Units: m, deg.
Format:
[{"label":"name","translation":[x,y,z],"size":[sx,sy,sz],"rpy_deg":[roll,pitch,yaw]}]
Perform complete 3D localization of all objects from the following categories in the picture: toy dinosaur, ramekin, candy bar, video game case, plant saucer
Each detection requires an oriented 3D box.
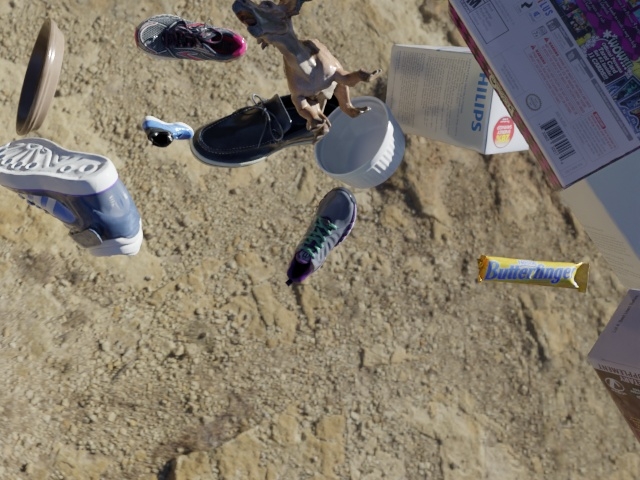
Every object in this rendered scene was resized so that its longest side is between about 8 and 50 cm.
[{"label":"toy dinosaur","translation":[-0.019,-0.272,0.894],"size":[0.127,0.296,0.200],"rpy_deg":[-35,85,0]},{"label":"ramekin","translation":[0.098,-0.219,1.357],"size":[0.109,0.207,0.207],"rpy_deg":[31,60,-46]},{"label":"candy bar","translation":[0.280,0.043,0.774],"size":[0.161,0.018,0.040],"rpy_deg":[5,90,-10]},{"label":"video game case","translation":[0.275,-0.199,0.586],"size":[0.232,0.210,0.042],"rpy_deg":[61,8,9]},{"label":"plant saucer","translation":[-0.648,-0.373,1.351],"size":[0.041,0.277,0.278],"rpy_deg":[13,71,-36]}]

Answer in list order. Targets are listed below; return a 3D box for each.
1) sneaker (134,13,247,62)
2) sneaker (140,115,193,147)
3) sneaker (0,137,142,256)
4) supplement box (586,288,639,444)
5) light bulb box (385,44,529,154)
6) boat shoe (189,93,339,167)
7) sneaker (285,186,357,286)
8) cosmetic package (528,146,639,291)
[{"label":"sneaker","translation":[-0.346,-0.546,1.576],"size":[0.298,0.112,0.121],"rpy_deg":[-3,107,-17]},{"label":"sneaker","translation":[-0.404,-0.281,1.576],"size":[0.152,0.058,0.085],"rpy_deg":[11,43,-46]},{"label":"sneaker","translation":[-0.493,-0.061,1.144],"size":[0.130,0.322,0.236],"rpy_deg":[-55,148,-41]},{"label":"supplement box","translation":[0.308,0.148,0.419],"size":[0.073,0.130,0.239],"rpy_deg":[-48,115,-19]},{"label":"light bulb box","translation":[0.419,-0.379,1.522],"size":[0.357,0.361,0.226],"rpy_deg":[-11,115,-33]},{"label":"boat shoe","translation":[-0.144,-0.347,1.729],"size":[0.499,0.156,0.187],"rpy_deg":[-15,67,-16]},{"label":"sneaker","translation":[0.000,0.000,1.159],"size":[0.083,0.224,0.098],"rpy_deg":[31,32,5]},{"label":"cosmetic package","translation":[0.601,-0.089,1.092],"size":[0.217,0.156,0.385],"rpy_deg":[-36,98,2]}]
